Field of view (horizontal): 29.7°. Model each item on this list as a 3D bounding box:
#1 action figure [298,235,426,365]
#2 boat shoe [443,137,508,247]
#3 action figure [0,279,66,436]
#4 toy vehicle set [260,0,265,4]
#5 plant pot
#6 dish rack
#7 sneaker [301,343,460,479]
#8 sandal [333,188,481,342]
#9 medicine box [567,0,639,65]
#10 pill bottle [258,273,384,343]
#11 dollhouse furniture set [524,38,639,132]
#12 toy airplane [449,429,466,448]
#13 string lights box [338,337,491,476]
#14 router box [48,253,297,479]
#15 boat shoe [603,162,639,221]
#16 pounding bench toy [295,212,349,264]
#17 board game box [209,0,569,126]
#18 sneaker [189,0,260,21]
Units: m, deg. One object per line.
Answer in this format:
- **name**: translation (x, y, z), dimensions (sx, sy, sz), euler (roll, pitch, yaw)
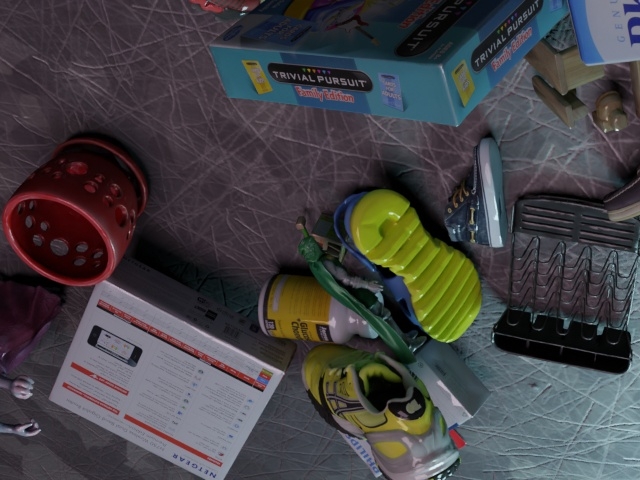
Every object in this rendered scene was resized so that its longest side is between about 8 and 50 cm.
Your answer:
- **action figure**: translation (0.055, 0.079, 1.775), dimensions (0.232, 0.063, 0.137), euler (43, 175, -13)
- **boat shoe**: translation (0.212, -0.064, 1.696), dimensions (0.083, 0.065, 0.183), euler (3, 131, 19)
- **action figure**: translation (-0.591, 0.213, 2.072), dimensions (0.276, 0.370, 0.248), euler (24, 135, 1)
- **toy vehicle set**: translation (-0.122, -0.426, 1.547), dimensions (0.166, 0.035, 0.267), euler (22, 134, 4)
- **plant pot**: translation (-0.372, -0.050, 1.886), dimensions (0.191, 0.174, 0.191), euler (12, 132, 14)
- **dish rack**: translation (0.358, 0.060, 1.737), dimensions (0.208, 0.074, 0.271), euler (10, 132, 15)
- **sneaker**: translation (0.083, 0.219, 1.801), dimensions (0.385, 0.145, 0.147), euler (30, 141, 58)
- **sandal**: translation (0.126, 0.027, 1.798), dimensions (0.317, 0.126, 0.138), euler (52, 166, -31)
- **medicine box**: translation (0.410, -0.349, 1.306), dimensions (0.289, 0.149, 0.263), euler (-4, 127, 25)
- **pill bottle**: translation (0.002, 0.109, 1.912), dimensions (0.184, 0.103, 0.103), euler (4, 130, 21)
- **dollhouse furniture set**: translation (0.350, -0.222, 1.527), dimensions (0.151, 0.123, 0.144), euler (-22, 125, -4)
- **toy airplane**: translation (0.172, 0.323, 2.077), dimensions (0.151, 0.028, 0.151), euler (13, 131, 15)
- **string lights box**: translation (0.141, 0.276, 1.993), dimensions (0.133, 0.077, 0.260), euler (50, 132, 1)
- **router box**: translation (-0.252, 0.219, 2.014), dimensions (0.335, 0.082, 0.301), euler (28, 124, -2)
- **boat shoe**: translation (0.460, -0.113, 1.532), dimensions (0.092, 0.103, 0.285), euler (58, 143, 4)
- **pounding bench toy**: translation (0.000, 0.000, 1.853), dimensions (0.083, 0.052, 0.065), euler (17, 134, 9)
- **board game box**: translation (0.078, -0.249, 1.400), dimensions (0.336, 0.254, 0.079), euler (12, 135, 39)
- **sneaker**: translation (-0.162, -0.392, 1.498), dimensions (0.276, 0.097, 0.135), euler (46, 134, -16)
